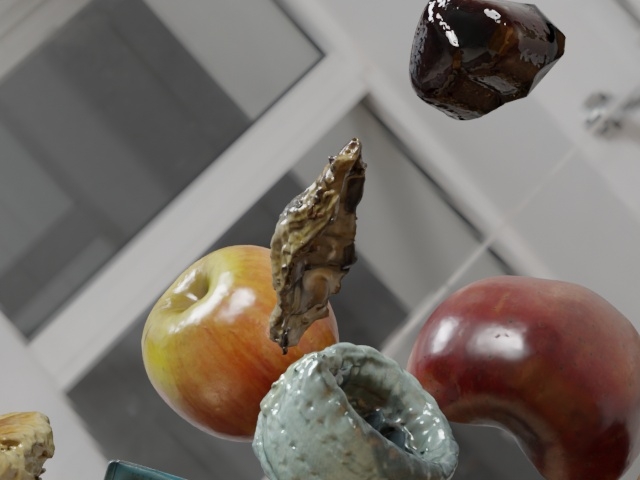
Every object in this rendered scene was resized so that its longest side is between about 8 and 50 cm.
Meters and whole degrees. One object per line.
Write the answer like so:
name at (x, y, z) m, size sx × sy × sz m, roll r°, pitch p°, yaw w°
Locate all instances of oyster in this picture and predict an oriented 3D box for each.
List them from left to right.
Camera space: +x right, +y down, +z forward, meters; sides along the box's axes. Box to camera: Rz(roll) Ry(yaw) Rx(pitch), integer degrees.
oyster at (-0.002, 0.001, 2.059) m, size 0.078 × 0.129 × 0.345 m, roll 43°, pitch -36°, yaw 23°

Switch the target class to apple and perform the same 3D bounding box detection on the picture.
apple at (-0.107, 0.147, 2.478) m, size 0.233 × 0.286 × 0.286 m, roll 46°, pitch -23°, yaw -25°
apple at (0.320, 0.198, 2.613) m, size 0.295 × 0.365 × 0.328 m, roll -23°, pitch -87°, yaw 32°

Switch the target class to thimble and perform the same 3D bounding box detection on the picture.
thimble at (0.040, 0.253, 2.267) m, size 0.250 × 0.205 × 0.172 m, roll 40°, pitch -62°, yaw -8°

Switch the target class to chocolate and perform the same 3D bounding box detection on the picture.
chocolate at (0.147, -0.191, 1.711) m, size 0.149 × 0.080 × 0.125 m, roll -23°, pitch -104°, yaw 32°

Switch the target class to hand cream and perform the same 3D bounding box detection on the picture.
hand cream at (-0.196, 0.365, 2.498) m, size 0.224 × 0.048 × 0.083 m, roll 16°, pitch -65°, yaw -7°

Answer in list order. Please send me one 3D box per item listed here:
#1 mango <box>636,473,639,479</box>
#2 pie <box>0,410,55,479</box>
mango at (0.534, 0.455, 2.454) m, size 0.221 × 0.384 × 0.199 m, roll -13°, pitch -23°, yaw 20°
pie at (-0.394, 0.235, 1.607) m, size 0.339 × 0.339 × 0.083 m, roll -9°, pitch -80°, yaw 61°
